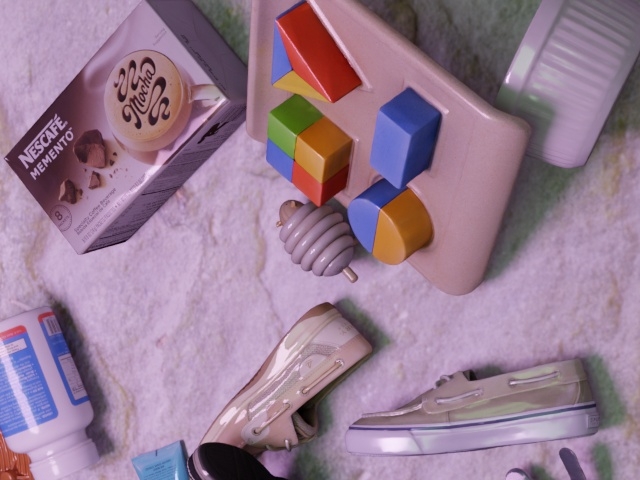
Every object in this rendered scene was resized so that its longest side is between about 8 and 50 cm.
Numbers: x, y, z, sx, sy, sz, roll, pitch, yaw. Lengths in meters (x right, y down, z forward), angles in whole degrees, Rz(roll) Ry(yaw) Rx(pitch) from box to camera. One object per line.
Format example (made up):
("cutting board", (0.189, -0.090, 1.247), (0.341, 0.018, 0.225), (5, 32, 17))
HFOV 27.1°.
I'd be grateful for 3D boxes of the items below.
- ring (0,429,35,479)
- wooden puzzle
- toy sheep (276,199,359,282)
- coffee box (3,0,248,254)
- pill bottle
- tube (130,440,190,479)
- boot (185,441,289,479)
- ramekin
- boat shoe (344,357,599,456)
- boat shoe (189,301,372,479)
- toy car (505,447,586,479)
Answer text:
("ring", (-0.563, 0.323, 1.938), (0.336, 0.032, 0.337), (4, 100, 25))
("wooden puzzle", (0.045, -0.109, 1.454), (0.348, 0.080, 0.322), (37, 150, 19))
("toy sheep", (0.000, 0.000, 1.597), (0.132, 0.091, 0.091), (42, 112, 13))
("coffee box", (-0.233, -0.142, 1.664), (0.297, 0.119, 0.168), (-42, 81, 24))
("pill bottle", (-0.380, 0.211, 1.784), (0.124, 0.124, 0.222), (-23, 87, 26))
("tube", (-0.186, 0.376, 1.766), (0.080, 0.052, 0.207), (-23, 84, 15))
("boot", (-0.127, 0.346, 1.633), (0.178, 0.236, 0.085), (-35, 46, 18))
("ramekin", (0.263, -0.174, 1.390), (0.109, 0.207, 0.207), (27, 108, 9))
("boat shoe", (0.173, 0.199, 1.554), (0.302, 0.109, 0.094), (-9, 79, 17))
("boat shoe", (-0.051, 0.216, 1.647), (0.098, 0.109, 0.302), (42, 107, 14))
("toy car", (0.280, 0.335, 1.502), (0.155, 0.149, 0.188), (-30, 74, 36))
